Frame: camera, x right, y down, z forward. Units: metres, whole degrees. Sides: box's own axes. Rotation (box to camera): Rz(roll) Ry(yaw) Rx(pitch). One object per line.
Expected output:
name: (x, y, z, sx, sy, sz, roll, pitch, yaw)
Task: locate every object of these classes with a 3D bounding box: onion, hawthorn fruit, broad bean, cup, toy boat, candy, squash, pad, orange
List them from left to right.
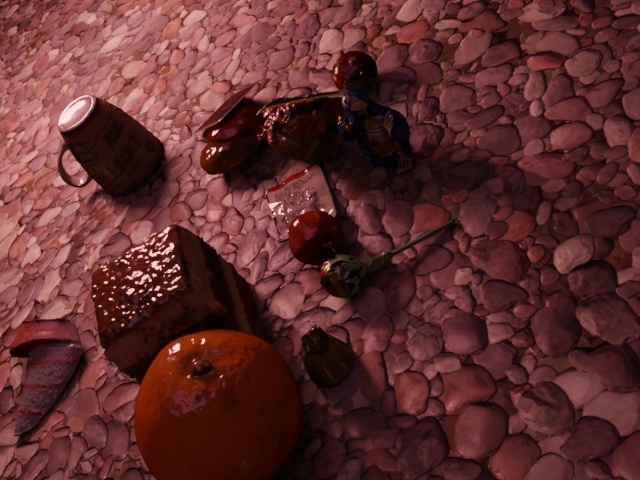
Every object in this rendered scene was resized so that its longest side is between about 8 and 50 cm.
toy boat: (-0.690, 0.338, 1.780, 0.206, 0.096, 0.282, -4, 64, 13)
cup: (-0.656, -0.274, 2.096, 0.301, 0.257, 0.227, -28, 44, 14)
orange: (-0.186, 0.312, 1.316, 0.312, 0.312, 0.312, -17, 49, 21)
pad: (-0.263, -0.368, 1.998, 0.176, 0.002, 0.266, -49, 19, -16)
broad bean: (-0.232, -0.271, 1.912, 0.228, 0.122, 0.156, -41, 46, -6)
squash: (-0.006, 0.211, 1.392, 0.105, 0.132, 0.105, -16, 49, 19)
hawthorn fruit: (-0.006, -0.009, 1.560, 0.125, 0.140, 0.125, 4, 73, -13)
onion: (0.085, -0.432, 1.838, 0.117, 0.119, 0.119, -15, 43, -15)
candy: (0.138, 0.024, 1.493, 0.305, 0.083, 0.091, -28, 76, 1)

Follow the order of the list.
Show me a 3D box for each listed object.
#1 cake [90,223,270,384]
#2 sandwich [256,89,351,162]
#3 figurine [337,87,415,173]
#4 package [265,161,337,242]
cake: (-0.300, 0.146, 1.527, 0.255, 0.290, 0.282, -33, 42, 5)
sandwich: (-0.043, -0.266, 1.756, 0.250, 0.162, 0.301, -8, 17, 17)
figurine: (0.122, -0.254, 1.586, 0.164, 0.262, 0.121, 14, 72, 23)
package: (-0.045, -0.086, 1.714, 0.166, 0.040, 0.232, -28, 38, 8)
